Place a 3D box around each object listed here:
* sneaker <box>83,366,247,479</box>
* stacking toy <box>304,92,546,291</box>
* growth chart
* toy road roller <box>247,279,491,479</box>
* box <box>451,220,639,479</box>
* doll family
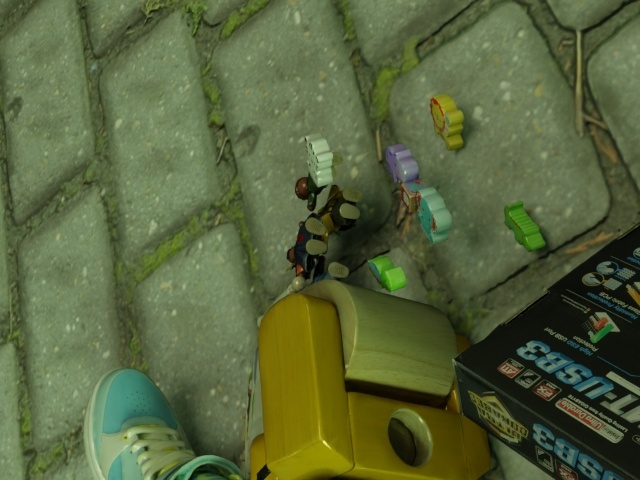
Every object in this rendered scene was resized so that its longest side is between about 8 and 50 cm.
[{"bbox_3d":[-0.153,0.244,1.227,0.208,0.127,0.319,-53,50,45],"label":"sneaker"},{"bbox_3d":[0.098,-0.051,1.145,0.166,0.052,0.221,-18,48,-14],"label":"stacking toy"},{"bbox_3d":[-0.058,0.171,1.235,0.172,0.021,0.237,138,139,-66],"label":"growth chart"},{"bbox_3d":[0.013,0.225,1.075,0.240,0.202,0.330,-31,53,43],"label":"toy road roller"},{"bbox_3d":[0.301,0.095,0.835,0.293,0.073,0.295,-35,40,-24],"label":"box"},{"bbox_3d":[0.000,0.000,1.250,0.111,0.076,0.193,145,142,-65],"label":"doll family"}]
